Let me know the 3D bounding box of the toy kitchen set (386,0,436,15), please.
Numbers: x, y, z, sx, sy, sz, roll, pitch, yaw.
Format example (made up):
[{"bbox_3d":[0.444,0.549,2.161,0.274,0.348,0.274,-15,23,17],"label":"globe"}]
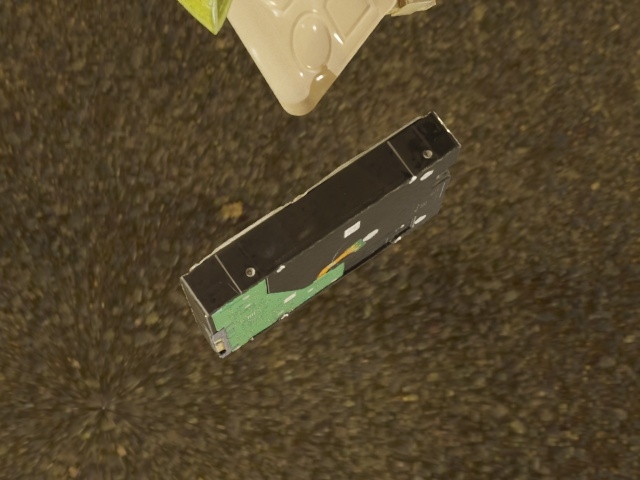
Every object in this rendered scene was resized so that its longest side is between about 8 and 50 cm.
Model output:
[{"bbox_3d":[0.108,-0.337,1.488,0.083,0.068,0.075,-10,91,-20],"label":"toy kitchen set"}]

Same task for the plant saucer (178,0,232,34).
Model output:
[{"bbox_3d":[-0.047,-0.215,0.475,0.045,0.188,0.188,8,42,4],"label":"plant saucer"}]

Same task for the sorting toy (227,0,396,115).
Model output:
[{"bbox_3d":[-0.017,-0.271,1.246,0.208,0.038,0.193,-52,127,-26],"label":"sorting toy"}]

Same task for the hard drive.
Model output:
[{"bbox_3d":[0.000,0.000,1.329,0.339,0.237,0.064,-35,76,-10],"label":"hard drive"}]
